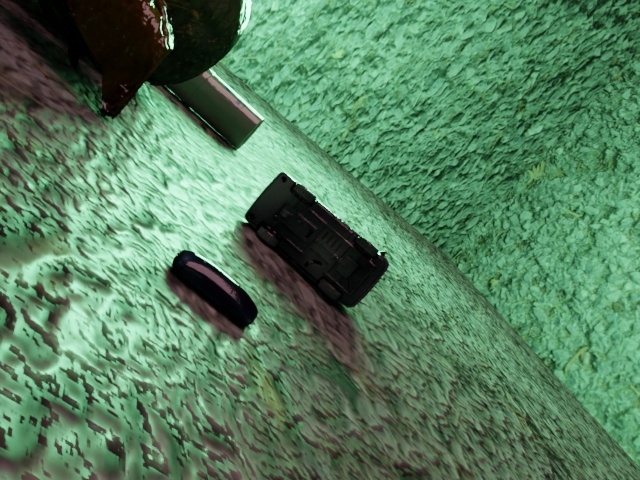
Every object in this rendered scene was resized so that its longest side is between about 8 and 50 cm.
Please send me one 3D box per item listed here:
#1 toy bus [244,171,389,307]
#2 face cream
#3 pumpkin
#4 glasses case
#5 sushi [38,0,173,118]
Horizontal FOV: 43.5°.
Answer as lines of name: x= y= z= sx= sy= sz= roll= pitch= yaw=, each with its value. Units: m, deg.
toy bus: x=0.000 y=0.000 z=1.001 sx=0.178 sy=0.087 sz=0.098 roll=41 pitch=2 yaw=8
face cream: x=-0.215 y=-0.271 z=1.413 sx=0.250 sy=0.077 sz=0.077 roll=41 pitch=9 yaw=-5
pumpkin: x=-0.259 y=-0.381 z=1.145 sx=0.328 sy=0.257 sz=0.291 roll=33 pitch=-9 yaw=13
glasses case: x=-0.083 y=0.037 z=0.652 sx=0.083 sy=0.023 sz=0.033 roll=40 pitch=7 yaw=-11
sushi: x=-0.254 y=-0.269 z=0.951 sx=0.149 sy=0.140 sz=0.287 roll=47 pitch=21 yaw=-82
